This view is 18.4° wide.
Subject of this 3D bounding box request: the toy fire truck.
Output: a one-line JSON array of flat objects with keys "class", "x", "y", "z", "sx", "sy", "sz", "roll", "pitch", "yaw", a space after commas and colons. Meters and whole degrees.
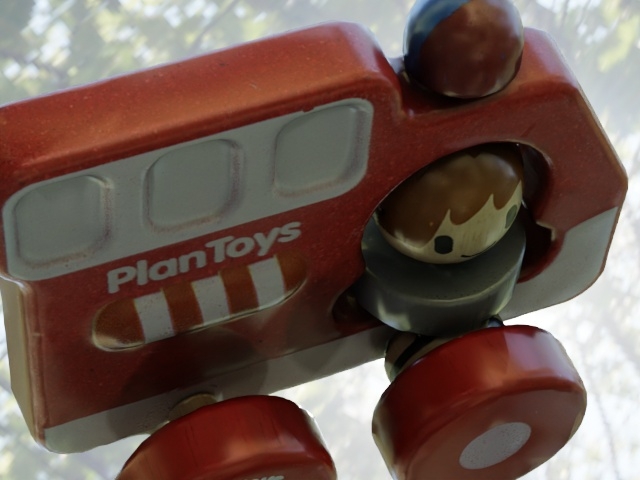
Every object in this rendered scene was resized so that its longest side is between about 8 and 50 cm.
[{"class": "toy fire truck", "x": 0.000, "y": 0.000, "z": 0.868, "sx": 0.302, "sy": 0.169, "sz": 0.254, "roll": -16, "pitch": -33, "yaw": -15}]
